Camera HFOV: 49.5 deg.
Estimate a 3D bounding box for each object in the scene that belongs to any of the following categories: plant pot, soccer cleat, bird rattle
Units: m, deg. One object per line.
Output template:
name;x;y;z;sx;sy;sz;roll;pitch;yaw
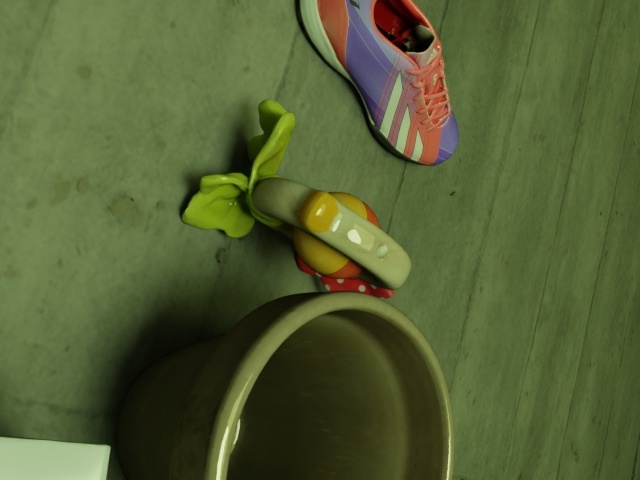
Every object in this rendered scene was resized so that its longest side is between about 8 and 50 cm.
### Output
plant pot;-0.054;0.173;0.585;0.263;0.229;0.263;5;84;-46
soccer cleat;0.103;-0.192;0.817;0.318;0.116;0.109;44;62;-41
bird rattle;0.000;0.000;0.675;0.143;0.207;0.253;-50;121;-9

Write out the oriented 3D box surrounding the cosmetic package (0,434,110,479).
cosmetic package;-0.214;0.221;0.368;0.138;0.224;0.225;11;68;-26
